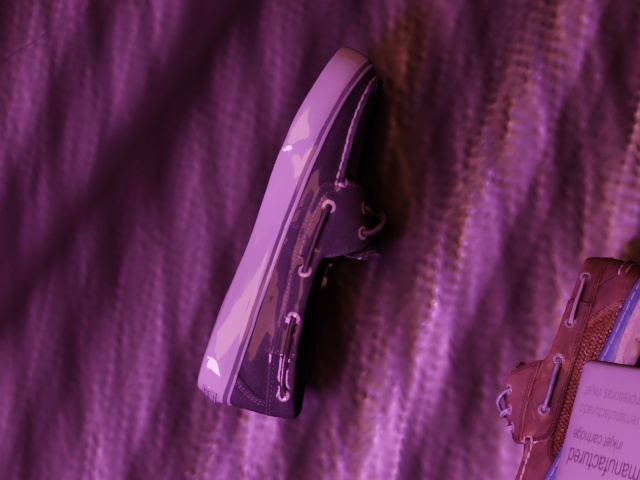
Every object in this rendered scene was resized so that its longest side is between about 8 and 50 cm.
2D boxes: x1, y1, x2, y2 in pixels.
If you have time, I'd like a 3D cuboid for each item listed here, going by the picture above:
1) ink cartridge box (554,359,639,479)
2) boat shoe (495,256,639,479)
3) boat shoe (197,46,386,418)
[{"bbox_3d":[0.186,0.222,0.718,0.131,0.226,0.306,18,85,-17],"label":"ink cartridge box"},{"bbox_3d":[0.136,0.094,0.867,0.066,0.066,0.183,25,81,30],"label":"boat shoe"},{"bbox_3d":[0.000,0.000,0.938,0.076,0.080,0.228,22,86,8],"label":"boat shoe"}]
